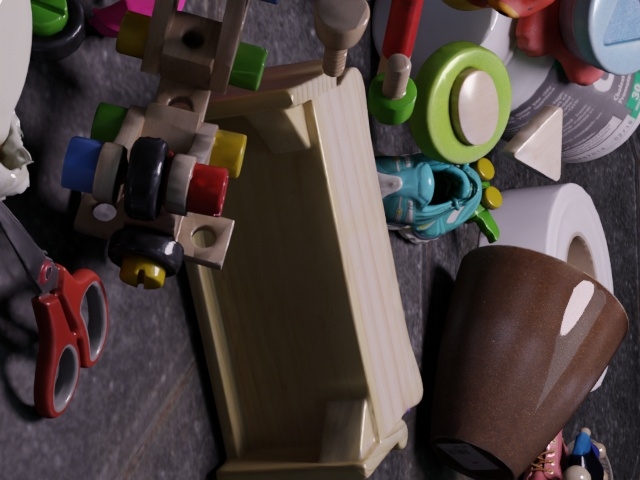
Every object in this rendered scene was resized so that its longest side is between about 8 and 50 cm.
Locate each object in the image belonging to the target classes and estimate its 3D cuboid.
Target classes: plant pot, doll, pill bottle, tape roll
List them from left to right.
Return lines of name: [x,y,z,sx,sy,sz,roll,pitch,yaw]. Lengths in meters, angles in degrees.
plant pot: [0.219,0.160,1.875,0.230,0.215,0.215,-62,140,-25]
pill bottle: [0.231,-0.224,1.911,0.361,0.204,0.204,15,71,-52]
tape roll: [0.306,0.068,2.146,0.286,0.100,0.286,20,67,-62]
doll: [0.354,0.313,2.131,0.189,0.046,0.129,12,73,-74]

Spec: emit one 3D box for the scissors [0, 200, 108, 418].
scissors: [-0.193,0.021,1.137,0.297,0.021,0.109,87,23,-52]

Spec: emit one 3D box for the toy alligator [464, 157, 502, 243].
toy alligator: [0.175,-0.086,1.968,0.051,0.056,0.190,-1,70,-42]

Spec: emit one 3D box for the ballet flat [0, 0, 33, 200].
ballet flat: [-0.253,-0.208,1.053,0.147,0.147,0.409,-8,92,-63]

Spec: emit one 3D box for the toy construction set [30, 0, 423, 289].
toy construction set: [-0.075,-0.094,1.233,0.237,0.308,0.258,98,-21,-62]

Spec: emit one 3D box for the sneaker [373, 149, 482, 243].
sneaker: [0.129,-0.052,1.805,0.275,0.110,0.107,-3,89,-64]

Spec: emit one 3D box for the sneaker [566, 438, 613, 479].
sneaker: [0.375,0.399,2.267,0.118,0.083,0.222,73,15,-63]

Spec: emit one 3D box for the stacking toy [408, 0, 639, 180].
stacking toy: [0.243,-0.197,1.691,0.309,0.130,0.280,10,96,-41]

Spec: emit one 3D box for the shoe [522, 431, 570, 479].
shoe: [0.290,0.299,2.114,0.178,0.063,0.081,-51,128,-61]

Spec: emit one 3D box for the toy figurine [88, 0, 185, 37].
toy figurine: [-0.160,-0.244,1.305,0.173,0.130,0.159,-99,-178,-57]

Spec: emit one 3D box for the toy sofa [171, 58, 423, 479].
toy sofa: [-0.029,0.027,1.433,0.177,0.150,0.363,-39,120,-65]
